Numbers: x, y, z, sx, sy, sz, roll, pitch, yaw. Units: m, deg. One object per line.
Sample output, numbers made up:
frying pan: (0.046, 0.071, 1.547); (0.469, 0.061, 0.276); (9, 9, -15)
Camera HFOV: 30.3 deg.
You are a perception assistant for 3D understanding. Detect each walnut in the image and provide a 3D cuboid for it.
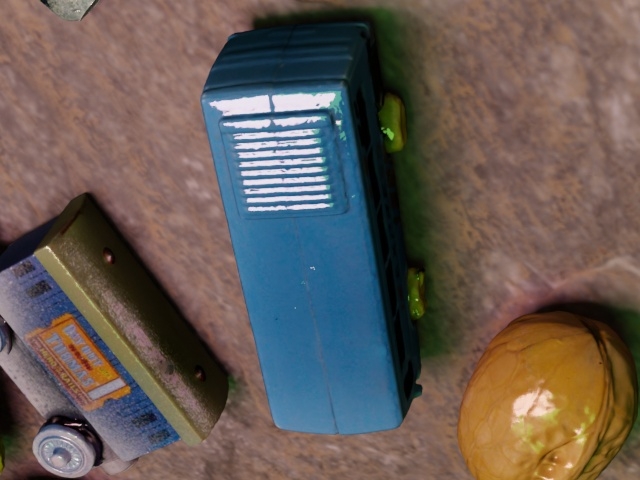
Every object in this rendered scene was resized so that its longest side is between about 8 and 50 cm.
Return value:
walnut: (0.215, 0.161, 1.126); (0.159, 0.159, 0.206); (24, 119, -1)

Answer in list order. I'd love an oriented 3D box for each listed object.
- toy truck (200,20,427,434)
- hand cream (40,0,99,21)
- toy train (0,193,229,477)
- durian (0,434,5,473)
toy truck: (0.000, 0.000, 1.076); (0.161, 0.162, 0.384); (-2, 121, 14)
hand cream: (-0.265, -0.270, 1.046); (0.175, 0.046, 0.095); (42, 125, -11)
toy train: (-0.250, 0.113, 1.231); (0.202, 0.131, 0.299); (-25, 113, 25)
durian: (-0.477, 0.177, 1.241); (0.256, 0.204, 0.339); (-8, 138, -10)
